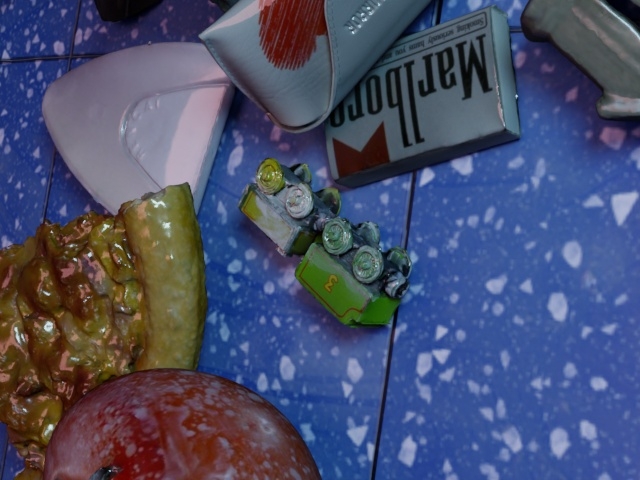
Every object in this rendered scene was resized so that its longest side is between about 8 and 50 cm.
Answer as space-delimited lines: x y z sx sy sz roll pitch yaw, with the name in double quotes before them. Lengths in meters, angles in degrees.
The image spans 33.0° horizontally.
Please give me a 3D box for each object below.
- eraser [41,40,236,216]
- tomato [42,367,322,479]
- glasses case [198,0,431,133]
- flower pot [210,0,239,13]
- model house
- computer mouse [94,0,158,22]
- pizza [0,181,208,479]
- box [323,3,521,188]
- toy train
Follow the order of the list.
"eraser" -0.198 -0.121 1.134 0.243 0.059 0.204 21 95 35
"tomato" -0.110 0.240 0.893 0.270 0.227 0.270 -15 71 55
"glasses case" 0.037 -0.228 0.902 0.308 0.128 0.083 -47 39 10
"flower pot" -0.092 -0.356 0.974 0.282 0.299 0.299 -23 68 23
"model house" 0.257 -0.185 0.766 0.188 0.122 0.229 47 124 20
"computer mouse" -0.204 -0.329 1.178 0.106 0.062 0.192 38 106 36
"pizza" -0.237 0.096 1.072 0.278 0.114 0.409 46 117 21
"box" 0.084 -0.122 0.934 0.177 0.036 0.115 -15 73 34
"toy train" 0.000 0.000 0.960 0.202 0.060 0.081 43 113 36
